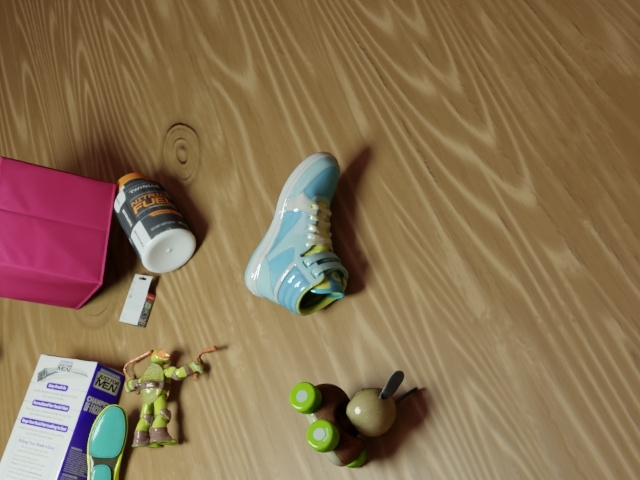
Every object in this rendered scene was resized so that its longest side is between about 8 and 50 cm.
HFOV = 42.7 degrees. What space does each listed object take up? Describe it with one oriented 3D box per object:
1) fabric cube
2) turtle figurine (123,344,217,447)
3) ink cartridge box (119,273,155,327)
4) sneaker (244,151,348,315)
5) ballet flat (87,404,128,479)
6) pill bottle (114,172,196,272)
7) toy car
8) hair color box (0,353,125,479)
[{"bbox_3d":[-0.642,-0.008,1.882,0.254,0.258,0.259,-35,48,56],"label":"fabric cube"},{"bbox_3d":[-0.330,0.313,1.697,0.269,0.087,0.217,-15,63,29],"label":"turtle figurine"},{"bbox_3d":[-0.411,0.137,1.864,0.062,0.029,0.115,7,74,37],"label":"ink cartridge box"},{"bbox_3d":[0.000,0.000,1.581,0.208,0.127,0.319,30,99,41],"label":"sneaker"},{"bbox_3d":[-0.454,0.463,1.727,0.077,0.077,0.231,7,77,-7],"label":"ballet flat"},{"bbox_3d":[-0.388,-0.050,1.862,0.130,0.130,0.246,-46,53,10],"label":"pill bottle"},{"bbox_3d":[0.072,0.282,1.402,0.188,0.155,0.149,-33,55,7],"label":"toy car"},{"bbox_3d":[-0.572,0.429,1.780,0.185,0.110,0.339,2,68,32],"label":"hair color box"}]
